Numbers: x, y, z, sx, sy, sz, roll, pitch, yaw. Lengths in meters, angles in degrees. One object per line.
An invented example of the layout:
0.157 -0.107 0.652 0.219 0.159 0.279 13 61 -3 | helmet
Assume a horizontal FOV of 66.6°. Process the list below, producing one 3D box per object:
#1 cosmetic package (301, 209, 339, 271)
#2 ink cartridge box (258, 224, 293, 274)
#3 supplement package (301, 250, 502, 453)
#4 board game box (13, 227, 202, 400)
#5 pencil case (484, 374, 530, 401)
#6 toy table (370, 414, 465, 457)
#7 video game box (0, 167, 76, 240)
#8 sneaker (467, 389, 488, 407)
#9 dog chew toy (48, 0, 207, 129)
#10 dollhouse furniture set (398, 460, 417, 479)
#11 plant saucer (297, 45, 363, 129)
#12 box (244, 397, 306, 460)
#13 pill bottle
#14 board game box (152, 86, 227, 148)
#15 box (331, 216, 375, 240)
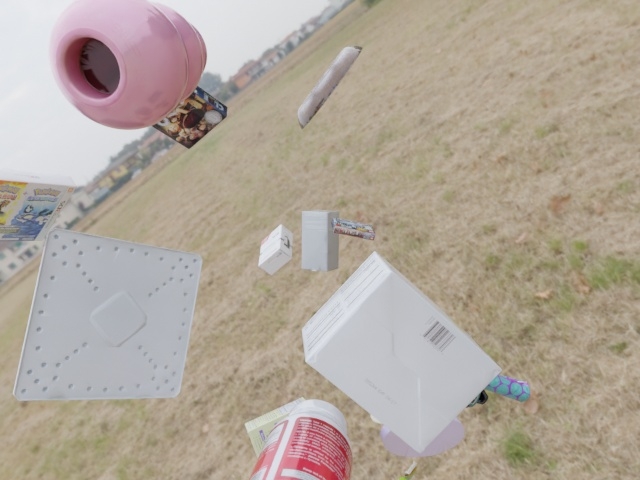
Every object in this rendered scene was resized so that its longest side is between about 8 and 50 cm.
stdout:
0.000 0.000 1.931 0.127 0.237 0.107 6 11 30 | cosmetic package
-0.140 0.029 1.534 0.099 0.056 0.135 -39 28 24 | ink cartridge box
0.132 0.187 0.850 0.204 0.262 0.145 -48 12 5 | supplement package
-0.514 0.196 1.226 0.050 0.390 0.389 -1 79 50 | board game box
0.547 0.430 1.459 0.064 0.152 0.070 -88 19 -66 | pencil case
0.252 0.474 1.334 0.252 0.274 0.160 -42 40 15 | toy table
-0.688 -0.075 1.095 0.187 0.048 0.205 -50 -19 19 | video game box
0.424 0.439 1.483 0.121 0.302 0.108 41 101 42 | sneaker
-0.298 -0.313 0.836 0.207 0.206 0.331 -30 16 21 | dog chew toy
0.283 0.796 1.575 0.059 0.076 0.152 30 44 31 | dollhouse furniture set
0.017 -0.485 1.519 0.310 0.050 0.310 -49 13 16 | plant saucer
-0.127 0.736 1.795 0.243 0.213 0.117 -21 -1 -15 | box
-0.043 0.560 1.150 0.229 0.229 0.407 -32 6 15 | pill bottle
-0.384 -0.349 1.235 0.165 0.243 0.042 -30 47 32 | board game box
0.108 -0.039 1.611 0.094 0.137 0.027 -99 22 -69 | box
